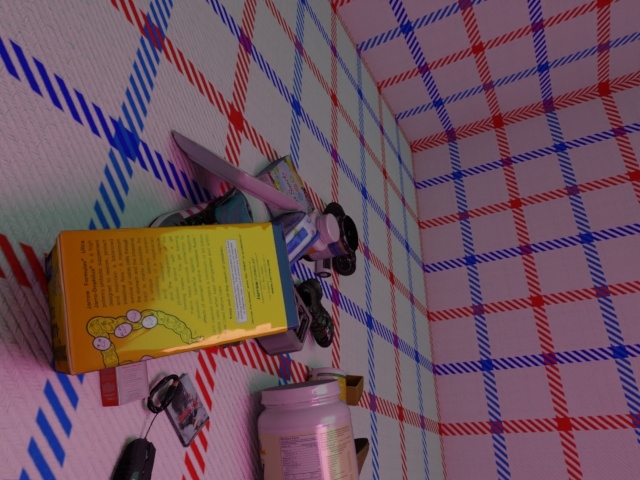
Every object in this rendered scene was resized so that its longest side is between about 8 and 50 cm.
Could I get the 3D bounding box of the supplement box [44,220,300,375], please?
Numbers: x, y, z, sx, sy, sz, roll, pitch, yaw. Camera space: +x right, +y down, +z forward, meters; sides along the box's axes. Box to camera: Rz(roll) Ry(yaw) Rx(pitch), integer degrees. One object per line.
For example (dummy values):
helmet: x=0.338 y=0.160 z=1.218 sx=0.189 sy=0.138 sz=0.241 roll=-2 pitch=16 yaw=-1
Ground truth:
supplement box: x=-0.245 y=0.089 z=0.790 sx=0.356 sy=0.194 sz=0.196 roll=-4 pitch=80 yaw=-35

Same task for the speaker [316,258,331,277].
speaker: x=0.013 y=0.062 z=1.690 sx=0.055 sy=0.055 sz=0.136 roll=44 pitch=41 yaw=-50

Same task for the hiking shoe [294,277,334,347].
hiking shoe: x=-0.032 y=0.239 z=1.495 sx=0.114 sy=0.086 sz=0.227 roll=-12 pitch=83 yaw=-52

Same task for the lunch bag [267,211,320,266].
lunch bag: x=-0.115 y=0.023 z=1.171 sx=0.219 sy=0.176 sz=0.090 roll=-47 pitch=113 yaw=-28

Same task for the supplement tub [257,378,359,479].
supplement tub: x=-0.030 y=0.519 z=1.148 sx=0.235 sy=0.235 sz=0.325 roll=18 pitch=62 yaw=-62

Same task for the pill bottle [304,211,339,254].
pill bottle: x=-0.057 y=-0.014 z=1.385 sx=0.117 sy=0.214 sz=0.117 roll=41 pitch=42 yaw=-51

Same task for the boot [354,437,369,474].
boot: x=0.113 y=0.807 z=1.497 sx=0.236 sy=0.089 sz=0.270 roll=-22 pitch=98 yaw=-55

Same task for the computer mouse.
computer mouse: x=-0.307 y=0.356 z=0.858 sx=0.071 sy=0.041 sz=0.242 roll=50 pitch=39 yaw=-37

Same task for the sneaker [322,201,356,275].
sneaker: x=0.074 y=-0.011 z=1.825 sx=0.130 sy=0.108 sz=0.287 roll=-51 pitch=131 yaw=-72

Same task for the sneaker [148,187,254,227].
sneaker: x=-0.241 y=-0.033 z=1.047 sx=0.124 sy=0.178 sz=0.295 roll=69 pitch=26 yaw=-15

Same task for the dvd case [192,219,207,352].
dvd case: x=-0.257 y=0.101 z=0.981 sx=0.239 sy=0.029 sz=0.179 roll=-60 pitch=141 yaw=-11

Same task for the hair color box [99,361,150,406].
hair color box: x=-0.354 y=0.217 z=0.844 sx=0.072 sy=0.043 sz=0.141 roll=10 pitch=70 yaw=-63

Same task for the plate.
plate: x=-0.203 y=-0.159 z=1.172 sx=0.045 sy=0.277 sz=0.278 roll=-59 pitch=150 yaw=3

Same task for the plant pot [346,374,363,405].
plant pot: x=0.104 y=0.522 z=1.625 sx=0.081 sy=0.081 sz=0.084 roll=-28 pitch=113 yaw=-65

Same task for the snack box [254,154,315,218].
snack box: x=-0.110 y=-0.147 z=1.505 sx=0.207 sy=0.070 sz=0.174 roll=63 pitch=27 yaw=-17

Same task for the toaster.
toaster: x=-0.116 y=0.206 z=1.275 sx=0.168 sy=0.110 sz=0.186 roll=62 pitch=29 yaw=-28

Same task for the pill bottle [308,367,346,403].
pill bottle: x=0.020 y=0.497 z=1.407 sx=0.117 sy=0.117 sz=0.209 roll=43 pitch=40 yaw=-50

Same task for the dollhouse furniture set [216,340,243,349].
dollhouse furniture set: x=-0.206 y=0.187 z=1.134 sx=0.058 sy=0.076 sz=0.152 roll=35 pitch=47 yaw=-58

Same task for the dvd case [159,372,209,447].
dvd case: x=-0.279 y=0.349 z=0.972 sx=0.087 sy=0.013 sz=0.120 roll=-48 pitch=122 yaw=-61

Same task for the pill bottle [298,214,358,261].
pill bottle: x=0.000 y=0.000 z=1.494 sx=0.123 sy=0.219 sz=0.123 roll=39 pitch=44 yaw=-53
